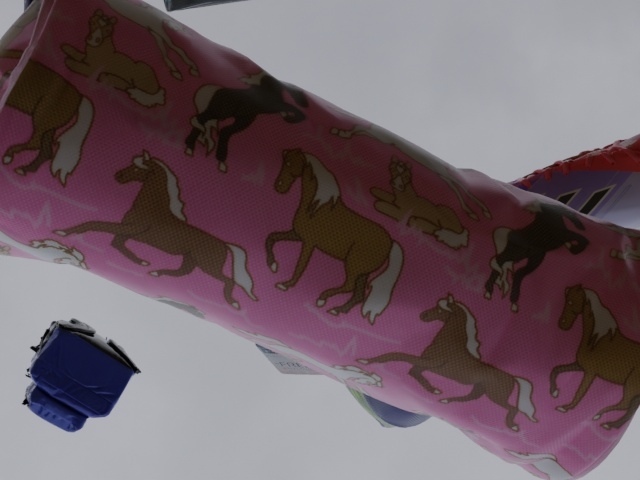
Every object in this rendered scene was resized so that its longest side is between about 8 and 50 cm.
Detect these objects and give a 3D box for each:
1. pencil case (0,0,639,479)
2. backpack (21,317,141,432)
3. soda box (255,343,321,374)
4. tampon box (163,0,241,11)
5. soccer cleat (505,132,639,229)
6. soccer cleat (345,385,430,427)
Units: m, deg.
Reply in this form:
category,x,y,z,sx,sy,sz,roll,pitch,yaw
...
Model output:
category,x,y,z,sx,sy,sz,roll,pitch,yaw
pencil case,0.000,0.000,0.760,0.386,0.160,0.167,23,-148,-11
backpack,-0.247,0.130,1.421,0.098,0.120,0.101,39,-92,-12
soda box,0.000,0.009,1.105,0.058,0.063,0.183,-1,-116,20
tampon box,-0.019,-0.174,0.480,0.101,0.120,0.161,-9,-136,-12
soccer cleat,0.266,-0.050,1.394,0.318,0.116,0.108,-3,-152,-13
soccer cleat,0.003,0.040,1.240,0.093,0.121,0.289,-29,-103,-30
